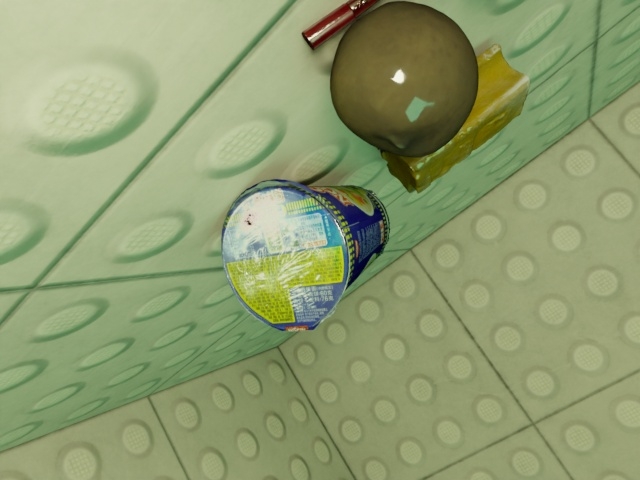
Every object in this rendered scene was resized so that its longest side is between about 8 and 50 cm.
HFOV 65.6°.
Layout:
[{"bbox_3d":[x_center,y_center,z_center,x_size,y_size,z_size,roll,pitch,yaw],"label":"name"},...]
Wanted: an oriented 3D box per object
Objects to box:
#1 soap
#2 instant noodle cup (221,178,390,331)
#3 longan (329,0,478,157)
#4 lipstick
[{"bbox_3d":[0.267,-0.234,1.039,0.281,0.143,0.259,-39,167,3],"label":"soap"},{"bbox_3d":[0.000,0.000,1.023,0.284,0.284,0.312,-42,171,30],"label":"instant noodle cup"},{"bbox_3d":[0.109,-0.212,0.657,0.196,0.196,0.220,-42,155,29],"label":"longan"},{"bbox_3d":[0.056,-0.297,0.611,0.177,0.027,0.027,-35,165,3],"label":"lipstick"}]
